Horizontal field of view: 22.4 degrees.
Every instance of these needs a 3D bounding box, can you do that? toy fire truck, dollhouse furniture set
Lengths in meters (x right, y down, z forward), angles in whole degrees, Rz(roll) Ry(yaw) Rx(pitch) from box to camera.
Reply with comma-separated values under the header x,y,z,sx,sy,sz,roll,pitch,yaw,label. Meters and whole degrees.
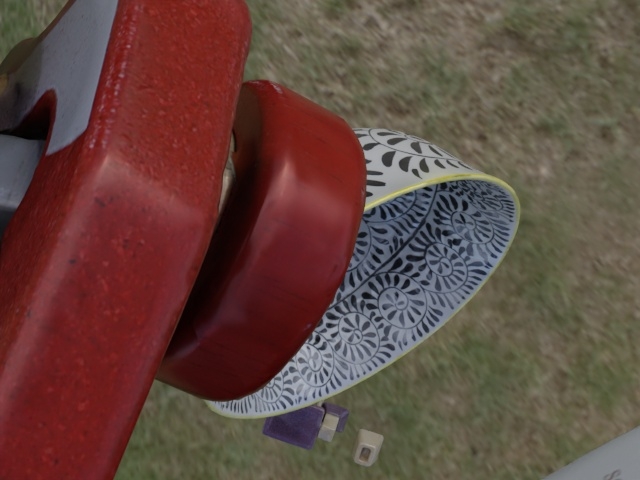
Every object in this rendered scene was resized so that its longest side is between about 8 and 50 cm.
x,y,z,sx,sy,sz,roll,pitch,yaw,label
-0.121,0.061,0.474,0.169,0.254,0.302,26,141,-26,toy fire truck
0.019,0.099,1.245,0.091,0.081,0.114,18,108,2,dollhouse furniture set

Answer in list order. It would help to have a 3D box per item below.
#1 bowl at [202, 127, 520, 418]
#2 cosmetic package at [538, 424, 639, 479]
x,y,z,sx,sy,sz,roll,pitch,yaw,label
0.000,0.000,0.745,0.170,0.080,0.170,-28,155,-14,bowl
0.112,0.304,0.528,0.394,0.329,0.327,-31,108,17,cosmetic package
